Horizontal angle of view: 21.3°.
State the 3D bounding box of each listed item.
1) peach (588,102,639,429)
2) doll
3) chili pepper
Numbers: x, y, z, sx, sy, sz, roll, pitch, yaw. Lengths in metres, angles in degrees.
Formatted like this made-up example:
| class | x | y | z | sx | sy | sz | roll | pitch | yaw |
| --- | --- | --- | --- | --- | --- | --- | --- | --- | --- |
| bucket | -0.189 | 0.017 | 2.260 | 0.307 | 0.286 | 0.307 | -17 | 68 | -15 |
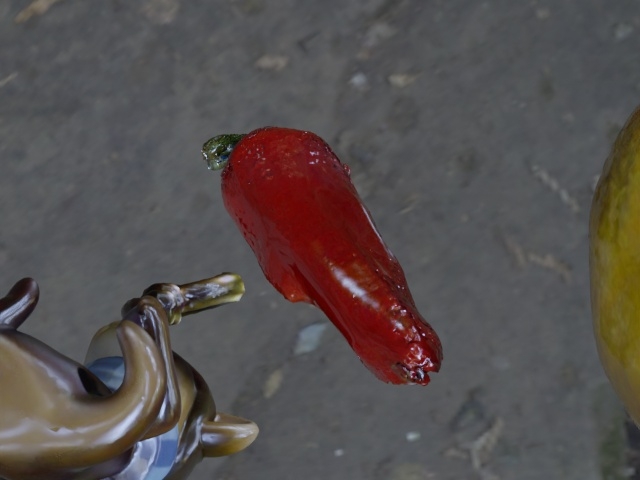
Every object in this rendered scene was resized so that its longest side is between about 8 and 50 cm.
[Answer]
| class | x | y | z | sx | sy | sz | roll | pitch | yaw |
| --- | --- | --- | --- | --- | --- | --- | --- | --- | --- |
| peach | 0.341 | 0.027 | 1.228 | 0.290 | 0.372 | 0.372 | -8 | 81 | -16 |
| doll | -0.223 | 0.151 | 1.693 | 0.209 | 0.318 | 0.340 | 60 | 15 | 20 |
| chili pepper | 0.000 | 0.000 | 1.366 | 0.110 | 0.110 | 0.387 | -1 | 35 | -28 |
